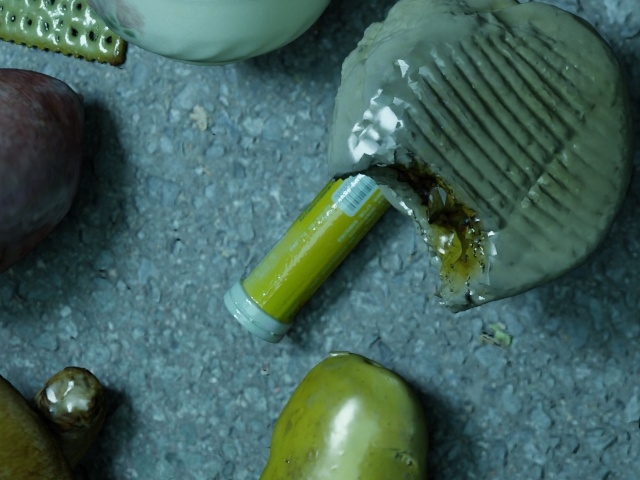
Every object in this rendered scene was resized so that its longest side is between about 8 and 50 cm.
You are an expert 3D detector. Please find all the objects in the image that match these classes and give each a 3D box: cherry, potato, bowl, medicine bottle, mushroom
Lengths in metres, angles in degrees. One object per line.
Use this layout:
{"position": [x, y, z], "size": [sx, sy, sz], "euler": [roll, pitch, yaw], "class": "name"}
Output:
{"position": [-0.372, -0.064, 1.578], "size": [0.307, 0.261, 0.221], "euler": [-25, 87, -10], "class": "cherry"}
{"position": [0.010, 0.259, 1.495], "size": [0.173, 0.140, 0.300], "euler": [24, 96, 27], "class": "potato"}
{"position": [-0.106, -0.260, 1.470], "size": [0.277, 0.277, 0.145], "euler": [23, 137, 20], "class": "bowl"}
{"position": [0.000, 0.000, 1.522], "size": [0.074, 0.074, 0.218], "euler": [45, 106, 14], "class": "medicine bottle"}
{"position": [-0.375, 0.276, 1.620], "size": [0.345, 0.239, 0.345], "euler": [-10, 76, 45], "class": "mushroom"}

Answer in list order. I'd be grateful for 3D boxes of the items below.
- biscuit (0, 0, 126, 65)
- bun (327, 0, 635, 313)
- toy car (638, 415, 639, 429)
{"position": [-0.284, -0.270, 1.653], "size": [0.203, 0.016, 0.144], "euler": [17, 99, 20], "class": "biscuit"}
{"position": [0.137, -0.094, 1.389], "size": [0.281, 0.205, 0.282], "euler": [-2, 97, -15], "class": "bun"}
{"position": [0.342, 0.115, 1.389], "size": [0.103, 0.063, 0.216], "euler": [11, 97, 21], "class": "toy car"}
